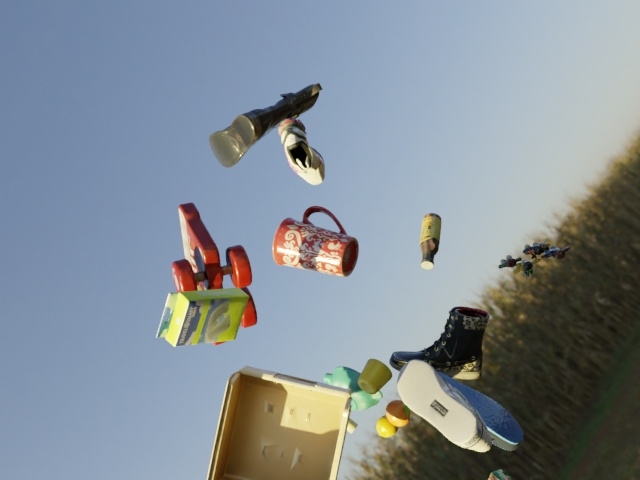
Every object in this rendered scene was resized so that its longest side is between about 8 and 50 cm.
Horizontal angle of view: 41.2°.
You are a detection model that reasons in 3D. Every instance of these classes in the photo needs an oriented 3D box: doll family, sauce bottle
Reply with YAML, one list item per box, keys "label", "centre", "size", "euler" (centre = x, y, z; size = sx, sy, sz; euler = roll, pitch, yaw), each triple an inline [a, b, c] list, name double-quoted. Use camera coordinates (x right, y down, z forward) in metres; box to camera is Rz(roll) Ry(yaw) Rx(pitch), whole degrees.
- label: "doll family"
  centre: [0.574, 0.046, 2.281]
  size: [0.193, 0.076, 0.111]
  euler: [-32, -1, 2]
- label: "sauce bottle"
  centre: [0.225, 0.002, 1.746]
  size: [0.042, 0.042, 0.128]
  euler: [107, 175, -49]

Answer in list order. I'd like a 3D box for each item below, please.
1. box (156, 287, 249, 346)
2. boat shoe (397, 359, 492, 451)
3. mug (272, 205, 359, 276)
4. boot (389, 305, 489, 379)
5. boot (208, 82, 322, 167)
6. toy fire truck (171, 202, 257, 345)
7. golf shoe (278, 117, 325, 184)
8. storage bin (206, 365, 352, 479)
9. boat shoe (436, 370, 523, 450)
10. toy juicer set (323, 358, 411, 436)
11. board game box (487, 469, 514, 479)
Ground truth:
- label: "box"
  centre: [-0.236, 0.154, 1.717]
  size: [0.178, 0.042, 0.109]
  euler: [-1, -63, -46]
- label: "boat shoe"
  centre: [0.255, 0.339, 1.741]
  size: [0.088, 0.267, 0.096]
  euler: [40, -93, -35]
- label: "mug"
  centre: [-0.005, 0.002, 1.916]
  size: [0.113, 0.169, 0.150]
  euler: [-2, -76, -64]
- label: "boot"
  centre: [0.295, 0.246, 2.094]
  size: [0.085, 0.236, 0.178]
  euler: [-95, 12, -68]
- label: "boot"
  centre: [-0.126, -0.276, 2.020]
  size: [0.229, 0.091, 0.263]
  euler: [-33, 6, -34]
- label: "toy fire truck"
  centre: [-0.275, 0.087, 2.050]
  size: [0.169, 0.254, 0.302]
  euler: [-15, -52, -16]
- label: "golf shoe"
  centre: [-0.038, -0.169, 1.796]
  size: [0.067, 0.086, 0.186]
  euler: [-19, -39, 12]
- label: "storage bin"
  centre: [-0.081, 0.424, 1.807]
  size: [0.123, 0.262, 0.260]
  euler: [6, -84, -83]
- label: "boat shoe"
  centre: [0.331, 0.386, 1.891]
  size: [0.109, 0.258, 0.089]
  euler: [-19, -45, -44]
- label: "toy juicer set"
  centre: [0.106, 0.391, 2.096]
  size: [0.089, 0.209, 0.329]
  euler: [-49, 14, -33]
- label: "board game box"
  centre: [0.471, 0.702, 1.915]
  size: [0.046, 0.317, 0.213]
  euler: [-2, -59, -45]
